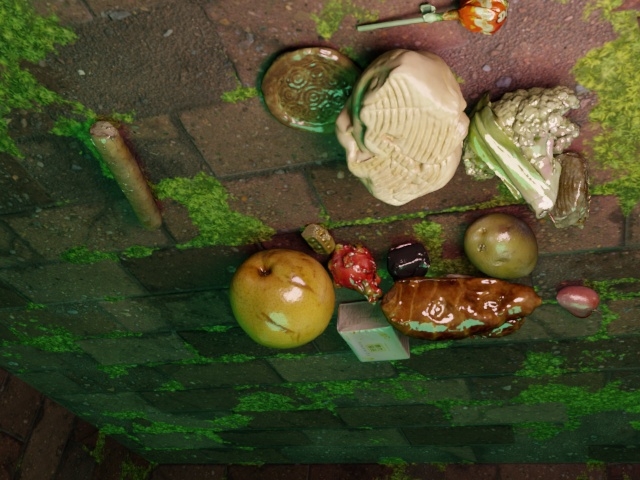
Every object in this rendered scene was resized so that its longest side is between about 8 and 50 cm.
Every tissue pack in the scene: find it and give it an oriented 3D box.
[{"bbox_3d":[0.180,0.304,2.150,0.185,0.124,0.225,-10,141,20],"label":"tissue pack"}]

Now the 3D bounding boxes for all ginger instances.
[{"bbox_3d":[0.374,0.197,1.794,0.419,0.176,0.254,-3,158,2],"label":"ginger"}]

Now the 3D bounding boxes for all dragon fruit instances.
[{"bbox_3d":[0.109,0.097,1.878,0.150,0.207,0.133,-29,167,-22],"label":"dragon fruit"}]

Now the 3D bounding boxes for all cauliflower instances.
[{"bbox_3d":[0.424,-0.178,1.332,0.257,0.315,0.239,-22,175,22],"label":"cauliflower"}]

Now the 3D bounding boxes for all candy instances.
[{"bbox_3d":[0.208,-0.418,1.223,0.288,0.078,0.084,-1,156,24],"label":"candy"}]

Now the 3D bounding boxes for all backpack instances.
[{"bbox_3d":[0.245,0.068,1.838,0.120,0.105,0.165,-15,160,-3],"label":"backpack"}]

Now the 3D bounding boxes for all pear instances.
[{"bbox_3d":[-0.108,0.165,1.880,0.315,0.314,0.314,5,144,4],"label":"pear"}]

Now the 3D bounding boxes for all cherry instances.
[{"bbox_3d":[0.765,0.176,1.905,0.126,0.087,0.106,37,144,-9],"label":"cherry"}]

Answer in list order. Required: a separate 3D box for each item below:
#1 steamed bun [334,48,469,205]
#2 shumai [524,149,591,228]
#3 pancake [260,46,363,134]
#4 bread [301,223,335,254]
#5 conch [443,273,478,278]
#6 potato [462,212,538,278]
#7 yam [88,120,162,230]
[{"bbox_3d":[0.171,-0.254,1.339,0.276,0.203,0.289,-24,121,27],"label":"steamed bun"},{"bbox_3d":[0.585,-0.117,1.507,0.142,0.184,0.184,-1,151,-31],"label":"shumai"},{"bbox_3d":[-0.013,-0.320,1.415,0.250,0.031,0.250,4,146,3],"label":"pancake"},{"bbox_3d":[0.000,0.000,1.826,0.066,0.060,0.110,-37,133,4],"label":"bread"},{"bbox_3d":[0.420,0.149,1.926,0.176,0.104,0.094,3,-172,-1],"label":"conch"},{"bbox_3d":[0.482,0.021,1.690,0.174,0.159,0.251,16,171,44],"label":"potato"},{"bbox_3d":[-0.498,-0.160,1.680,0.083,0.083,0.371,1,145,9],"label":"yam"}]
